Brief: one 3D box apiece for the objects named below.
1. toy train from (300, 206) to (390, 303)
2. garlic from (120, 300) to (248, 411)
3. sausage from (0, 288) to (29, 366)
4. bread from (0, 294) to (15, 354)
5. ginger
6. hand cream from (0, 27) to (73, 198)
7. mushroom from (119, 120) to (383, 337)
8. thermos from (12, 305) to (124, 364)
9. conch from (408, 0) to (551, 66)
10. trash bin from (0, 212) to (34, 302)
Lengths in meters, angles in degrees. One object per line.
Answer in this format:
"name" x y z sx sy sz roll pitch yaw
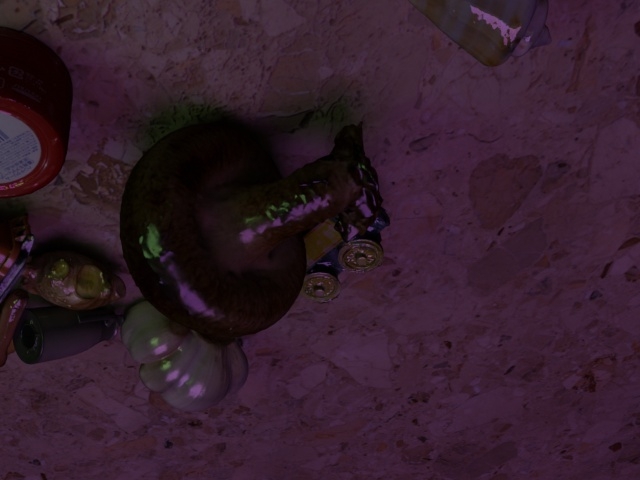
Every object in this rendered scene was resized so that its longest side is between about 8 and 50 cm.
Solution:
"toy train" 0.000 0.000 1.624 0.177 0.134 0.261 31 128 -27
"garlic" -0.286 0.255 1.846 0.281 0.184 0.203 24 138 -33
"sausage" -0.585 0.166 1.676 0.043 0.043 0.186 14 121 -26
"bread" -0.646 0.125 1.697 0.102 0.094 0.245 -23 141 4
"ginger" -0.463 0.072 1.652 0.157 0.102 0.216 -1 161 44
"hand cream" -0.473 -0.180 1.301 0.230 0.149 0.230 -5 139 -4
"mushroom" -0.116 -0.009 1.402 0.356 0.334 0.330 12 115 35
"thermos" -0.473 0.169 1.738 0.137 0.105 0.193 -33 161 38
"conch" 0.221 -0.324 1.255 0.255 0.127 0.158 10 139 -21
"trash bin" -0.612 -0.002 1.485 0.239 0.161 0.184 36 95 -32
